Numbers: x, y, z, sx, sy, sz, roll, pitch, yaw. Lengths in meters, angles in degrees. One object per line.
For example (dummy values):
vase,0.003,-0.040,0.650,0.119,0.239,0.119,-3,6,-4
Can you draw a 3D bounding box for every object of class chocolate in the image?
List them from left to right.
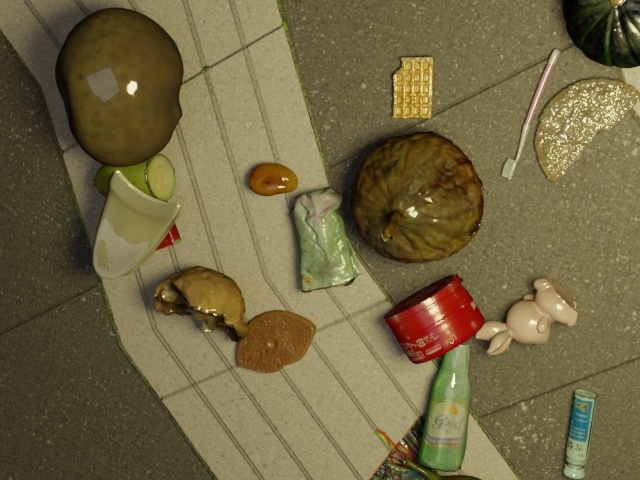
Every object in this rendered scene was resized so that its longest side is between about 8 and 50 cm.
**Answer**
chocolate,0.288,0.366,1.914,0.110,0.110,0.291,10,100,14

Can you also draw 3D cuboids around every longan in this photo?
longan,-0.447,-0.340,1.913,0.288,0.288,0.350,2,99,16

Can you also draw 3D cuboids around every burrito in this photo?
burrito,0.000,0.000,1.939,0.144,0.089,0.228,-11,98,15

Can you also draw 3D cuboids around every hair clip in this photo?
hair clip,-0.446,-0.020,1.993,0.172,0.113,0.282,28,108,-5

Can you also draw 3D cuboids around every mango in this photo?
mango,-0.108,-0.137,1.958,0.114,0.060,0.080,11,87,16

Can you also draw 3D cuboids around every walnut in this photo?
walnut,-0.262,0.133,1.987,0.238,0.204,0.141,23,73,4

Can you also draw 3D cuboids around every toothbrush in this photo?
toothbrush,0.441,-0.264,1.798,0.025,0.020,0.286,24,105,18

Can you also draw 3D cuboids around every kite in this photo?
kite,0.195,0.515,2.009,0.183,0.014,0.241,42,109,6

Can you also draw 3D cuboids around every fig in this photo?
fig,0.189,-0.059,1.733,0.286,0.368,0.286,4,110,10
fig,0.293,0.586,1.946,0.259,0.151,0.151,27,107,34

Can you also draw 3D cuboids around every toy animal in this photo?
toy animal,0.443,0.177,1.832,0.212,0.124,0.124,-37,88,19

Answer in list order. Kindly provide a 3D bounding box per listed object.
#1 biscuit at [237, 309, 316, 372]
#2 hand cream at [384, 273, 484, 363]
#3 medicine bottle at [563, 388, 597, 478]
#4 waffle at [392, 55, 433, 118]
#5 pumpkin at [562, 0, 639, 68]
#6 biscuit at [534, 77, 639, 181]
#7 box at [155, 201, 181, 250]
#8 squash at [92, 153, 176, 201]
biscuit,-0.111,0.239,2.040,0.221,0.029,0.142,-31,90,20
hand cream,0.246,0.169,1.842,0.193,0.193,0.125,-30,93,19
medicine bottle,0.567,0.423,1.866,0.051,0.051,0.191,9,102,14
waffle,0.201,-0.332,1.855,0.092,0.021,0.135,1,100,16
pumpkin,0.593,-0.457,1.630,0.250,0.216,0.250,26,127,40
biscuit,0.529,-0.249,1.770,0.133,0.032,0.250,46,109,6
box,-0.438,-0.020,2.078,0.175,0.048,0.112,-19,95,18
squash,-0.452,-0.141,2.026,0.187,0.123,0.123,-4,98,19
